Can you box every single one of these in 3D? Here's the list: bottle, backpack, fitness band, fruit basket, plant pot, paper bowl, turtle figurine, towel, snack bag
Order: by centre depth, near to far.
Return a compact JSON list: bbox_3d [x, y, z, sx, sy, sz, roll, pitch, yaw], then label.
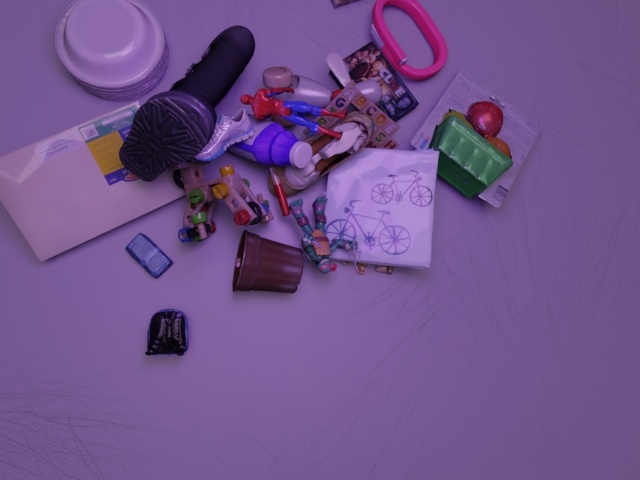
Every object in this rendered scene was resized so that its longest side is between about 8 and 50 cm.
[{"bbox_3d":[-0.396,0.237,1.270,0.104,0.084,0.115,2,86,-10],"label":"backpack"},{"bbox_3d":[0.000,0.000,1.303,0.175,0.118,0.234,0,62,-47],"label":"turtle figurine"},{"bbox_3d":[-0.139,0.067,1.308,0.165,0.167,0.167,10,80,-16],"label":"plant pot"},{"bbox_3d":[-0.145,-0.264,1.309,0.282,0.092,0.118,25,64,34],"label":"bottle"},{"bbox_3d":[-0.463,0.041,1.316,0.119,0.029,0.067,45,77,-2],"label":"towel"},{"bbox_3d":[-0.568,-0.542,1.326,0.283,0.148,0.285,1,82,-8],"label":"paper bowl"},{"bbox_3d":[0.160,-0.103,1.378,0.322,0.037,0.343,5,86,9],"label":"snack bag"},{"bbox_3d":[0.477,-0.314,1.485,0.327,0.165,0.353,36,62,-3],"label":"fruit basket"},{"bbox_3d":[0.273,-0.635,1.506,0.208,0.054,0.291,-31,88,-24],"label":"fitness band"}]

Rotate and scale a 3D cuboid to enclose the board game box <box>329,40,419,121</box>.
[{"bbox_3d":[0.164,-0.465,1.488,0.165,0.042,0.243,-37,89,-13],"label":"board game box"}]

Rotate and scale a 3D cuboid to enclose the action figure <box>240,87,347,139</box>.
[{"bbox_3d":[-0.067,-0.344,1.277,0.280,0.139,0.092,16,118,5],"label":"action figure"}]

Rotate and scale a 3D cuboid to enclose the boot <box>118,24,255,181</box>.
[{"bbox_3d":[-0.272,-0.372,1.185,0.146,0.366,0.445,48,53,-24],"label":"boot"}]

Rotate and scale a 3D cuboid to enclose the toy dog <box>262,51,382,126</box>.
[{"bbox_3d":[-0.006,-0.429,1.402,0.333,0.220,0.161,14,41,-12],"label":"toy dog"}]

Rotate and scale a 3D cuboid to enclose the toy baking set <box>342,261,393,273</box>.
[{"bbox_3d":[0.142,-0.019,1.425,0.196,0.030,0.257,-13,84,-11],"label":"toy baking set"}]

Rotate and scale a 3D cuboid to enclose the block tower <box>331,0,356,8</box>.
[{"bbox_3d":[0.183,-0.835,1.520,0.335,0.097,0.091,-24,85,-11],"label":"block tower"}]

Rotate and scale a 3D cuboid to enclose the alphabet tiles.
[{"bbox_3d":[0.102,-0.303,1.391,0.237,0.009,0.198,35,121,-24],"label":"alphabet tiles"}]

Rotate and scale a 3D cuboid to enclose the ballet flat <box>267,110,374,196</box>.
[{"bbox_3d":[-0.004,-0.229,1.329,0.348,0.123,0.123,-34,88,10],"label":"ballet flat"}]

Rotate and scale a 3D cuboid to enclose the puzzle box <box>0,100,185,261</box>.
[{"bbox_3d":[-0.595,-0.155,1.262,0.408,0.052,0.272,-27,109,-12],"label":"puzzle box"}]

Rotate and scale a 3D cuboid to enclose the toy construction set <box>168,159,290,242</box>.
[{"bbox_3d":[-0.246,-0.142,1.271,0.308,0.257,0.238,-18,94,-33],"label":"toy construction set"}]

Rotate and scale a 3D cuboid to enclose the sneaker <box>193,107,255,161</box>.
[{"bbox_3d":[-0.252,-0.270,1.217,0.071,0.083,0.190,33,60,30],"label":"sneaker"}]
